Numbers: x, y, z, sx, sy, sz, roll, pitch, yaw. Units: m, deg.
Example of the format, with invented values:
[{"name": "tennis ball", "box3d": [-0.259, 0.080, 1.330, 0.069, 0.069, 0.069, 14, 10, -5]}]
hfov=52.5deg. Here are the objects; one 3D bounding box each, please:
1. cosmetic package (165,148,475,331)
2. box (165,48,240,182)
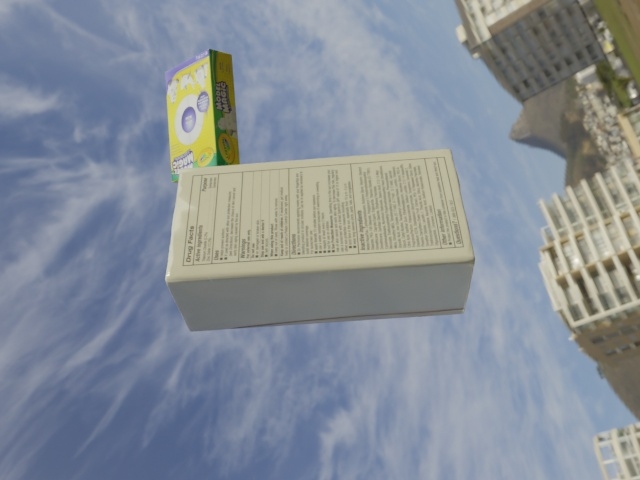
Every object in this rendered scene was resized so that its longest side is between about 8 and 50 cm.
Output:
[{"name": "cosmetic package", "box3d": [0.000, 0.000, 0.721, 0.113, 0.309, 0.160, 82, -175, -53]}, {"name": "box", "box3d": [-0.157, -0.148, 0.857, 0.043, 0.105, 0.179, -2, -96, -47]}]
